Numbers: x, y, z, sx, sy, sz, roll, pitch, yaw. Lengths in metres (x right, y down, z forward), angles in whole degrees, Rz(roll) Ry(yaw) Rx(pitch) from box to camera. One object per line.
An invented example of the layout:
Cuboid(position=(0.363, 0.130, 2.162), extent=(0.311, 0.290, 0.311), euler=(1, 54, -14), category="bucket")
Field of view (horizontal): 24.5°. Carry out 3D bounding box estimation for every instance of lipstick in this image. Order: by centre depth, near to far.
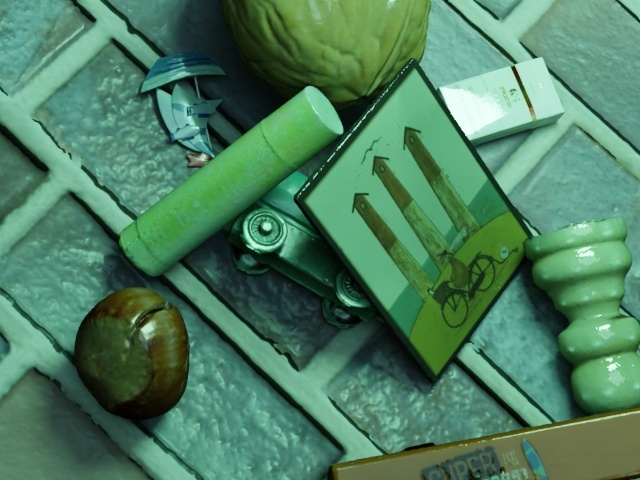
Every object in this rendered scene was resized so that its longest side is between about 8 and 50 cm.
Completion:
Cuboid(position=(-0.109, -0.065, 1.739), extent=(0.304, 0.076, 0.076), euler=(-36, 81, 18), category="lipstick")

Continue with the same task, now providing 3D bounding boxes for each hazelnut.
Cuboid(position=(-0.214, 0.133, 1.721), extent=(0.143, 0.143, 0.154), euler=(-20, 86, -15), category="hazelnut")

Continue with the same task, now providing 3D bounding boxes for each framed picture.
Cuboid(position=(0.125, -0.021, 1.784), extent=(0.244, 0.013, 0.324), euler=(-51, 122, -23), category="framed picture")

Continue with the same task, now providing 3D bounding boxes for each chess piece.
Cuboid(position=(0.342, 0.102, 1.836), extent=(0.133, 0.133, 0.243), euler=(-11, 83, -13), category="chess piece")

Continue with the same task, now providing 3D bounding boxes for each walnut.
Cuboid(position=(0.007, -0.303, 1.802), extent=(0.252, 0.277, 0.313), euler=(-17, 65, 7), category="walnut")

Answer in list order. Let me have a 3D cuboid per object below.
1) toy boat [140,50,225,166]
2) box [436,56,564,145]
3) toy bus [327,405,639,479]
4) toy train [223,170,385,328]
Cuboid(position=(-0.178, -0.170, 1.867), extent=(0.105, 0.034, 0.149), euler=(10, 85, -10), category="toy boat")
Cuboid(position=(0.234, -0.180, 1.932), extent=(0.154, 0.040, 0.084), euler=(-17, 75, -15), category="box")
Cuboid(position=(0.213, 0.270, 1.742), extent=(0.408, 0.092, 0.093), euler=(-11, 80, -1), category="toy bus")
Cuboid(position=(0.000, 0.000, 1.813), extent=(0.248, 0.101, 0.159), euler=(30, 62, 0), category="toy train")
